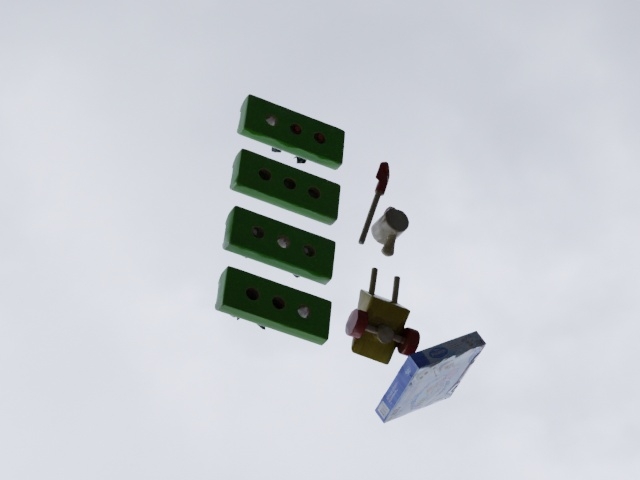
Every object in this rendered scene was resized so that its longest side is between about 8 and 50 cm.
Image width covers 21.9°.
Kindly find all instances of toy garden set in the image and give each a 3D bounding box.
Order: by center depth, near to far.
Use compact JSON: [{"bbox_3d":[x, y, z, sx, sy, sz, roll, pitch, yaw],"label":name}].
[{"bbox_3d":[0.000,0.000,1.590,0.203,0.049,0.244,20,-127,-20],"label":"toy garden set"}]

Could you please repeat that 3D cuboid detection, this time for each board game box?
[{"bbox_3d":[0.105,0.131,1.587,0.090,0.090,0.020,-15,-123,-37],"label":"board game box"}]
